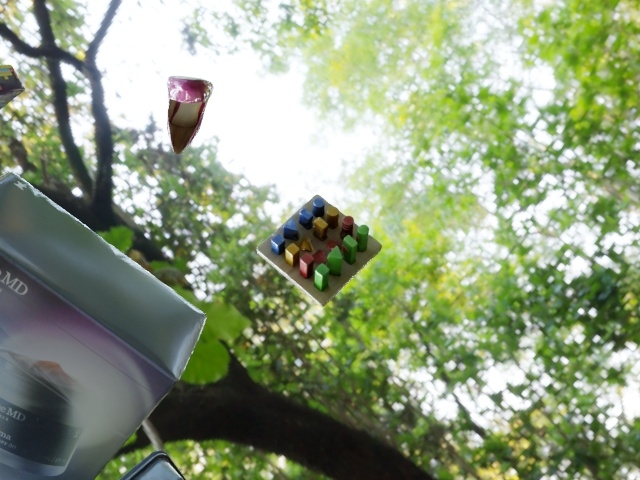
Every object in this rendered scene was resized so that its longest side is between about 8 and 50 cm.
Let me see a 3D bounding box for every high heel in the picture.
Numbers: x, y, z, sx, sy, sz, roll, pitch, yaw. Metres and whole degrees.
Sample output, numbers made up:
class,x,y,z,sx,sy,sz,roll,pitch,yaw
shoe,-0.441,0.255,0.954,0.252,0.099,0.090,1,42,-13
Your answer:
class,x,y,z,sx,sy,sz,roll,pitch,yaw
high heel,-0.237,-0.217,1.538,0.082,0.244,0.117,7,-91,-16

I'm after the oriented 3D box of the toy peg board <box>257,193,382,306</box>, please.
class,x,y,z,sx,sy,sz,roll,pitch,yaw
toy peg board,0.000,0.000,1.545,0.161,0.161,0.079,-43,-18,-22

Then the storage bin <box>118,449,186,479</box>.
class,x,y,z,sx,sy,sz,roll,pitch,yaw
storage bin,-0.242,0.387,1.276,0.135,0.091,0.098,-38,-67,-22

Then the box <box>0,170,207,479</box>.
class,x,y,z,sx,sy,sz,roll,pitch,yaw
box,-0.343,0.135,1.006,0.294,0.296,0.182,-50,9,16

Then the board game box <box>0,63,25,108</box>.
class,x,y,z,sx,sy,sz,roll,pitch,yaw
board game box,-0.523,-0.189,1.232,0.141,0.048,0.170,-27,0,29
